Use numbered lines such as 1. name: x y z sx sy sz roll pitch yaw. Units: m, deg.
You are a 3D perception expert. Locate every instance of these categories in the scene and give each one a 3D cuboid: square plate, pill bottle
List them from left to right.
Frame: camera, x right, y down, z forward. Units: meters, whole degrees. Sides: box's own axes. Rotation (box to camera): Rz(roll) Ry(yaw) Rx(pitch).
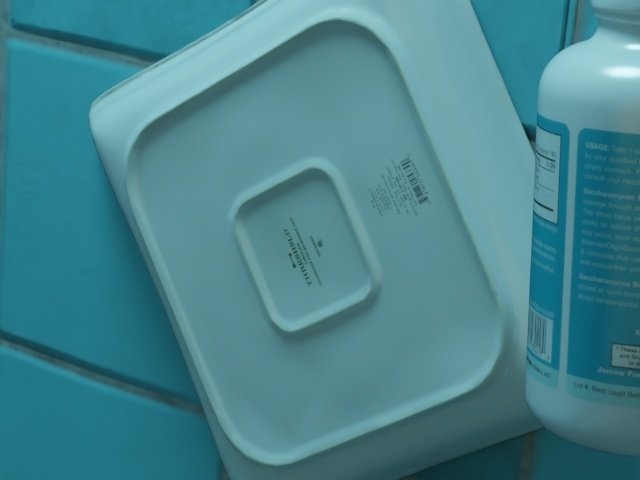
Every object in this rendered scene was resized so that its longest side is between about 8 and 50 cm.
1. square plate: 0.000 0.000 1.230 0.344 0.049 0.347 -27 84 38
2. pill bottle: 0.193 -0.021 1.018 0.146 0.146 0.264 11 106 35
